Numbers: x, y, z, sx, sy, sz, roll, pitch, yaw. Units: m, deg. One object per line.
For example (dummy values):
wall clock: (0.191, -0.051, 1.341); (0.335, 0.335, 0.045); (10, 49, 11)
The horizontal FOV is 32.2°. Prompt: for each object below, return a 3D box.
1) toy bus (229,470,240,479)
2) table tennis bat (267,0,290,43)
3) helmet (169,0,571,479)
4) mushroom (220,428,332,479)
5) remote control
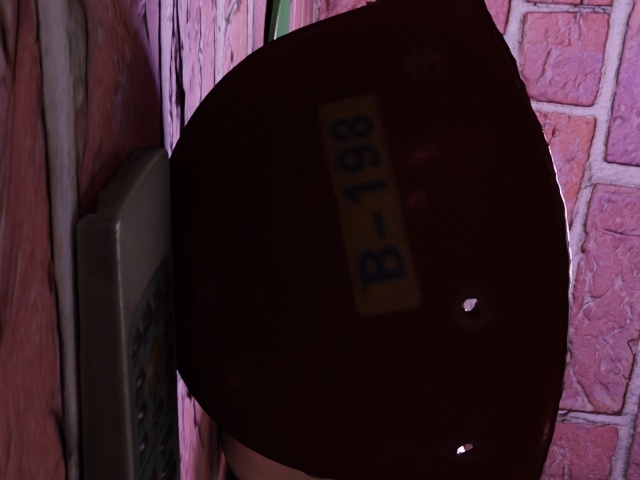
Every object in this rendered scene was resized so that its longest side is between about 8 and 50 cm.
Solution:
toy bus: (-0.085, 0.280, 1.437); (0.051, 0.061, 0.153); (138, -40, -67)
table tennis bat: (-0.055, -0.331, 1.564); (0.160, 0.039, 0.257); (-63, 163, -85)
helmet: (0.000, 0.000, 0.750); (0.337, 0.230, 0.385); (117, -35, -76)
mushroom: (-0.025, 0.163, 1.268); (0.246, 0.202, 0.246); (-41, -167, 12)
remote control: (-0.104, 0.092, 0.630); (0.123, 0.038, 0.285); (-81, 175, -69)
